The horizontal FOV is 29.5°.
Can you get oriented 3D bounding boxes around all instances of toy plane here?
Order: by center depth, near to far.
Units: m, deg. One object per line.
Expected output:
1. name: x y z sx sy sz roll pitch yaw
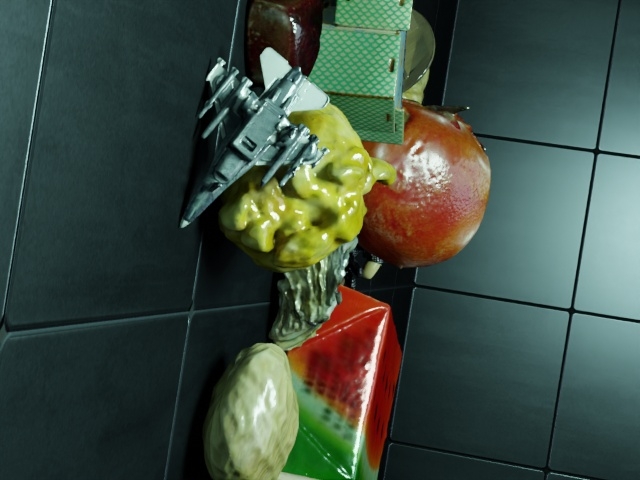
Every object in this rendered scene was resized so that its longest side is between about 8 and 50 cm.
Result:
1. toy plane: -0.076 -0.110 1.312 0.234 0.160 0.082 -57 -166 -25

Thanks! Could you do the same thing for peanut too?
1. peanut: -0.089 0.241 1.553 0.233 0.110 0.197 77 24 -60
2. peanut: 0.176 -0.332 2.551 0.103 0.098 0.229 -56 -170 36

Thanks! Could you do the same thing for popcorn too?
1. popcorn: -0.025 -0.074 1.451 0.190 0.191 0.253 62 17 -8

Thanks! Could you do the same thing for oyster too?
1. oyster: -0.002 0.000 1.841 0.238 0.114 0.351 83 21 -84

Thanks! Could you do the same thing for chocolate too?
1. chocolate: -0.039 -0.262 1.477 0.125 0.080 0.149 73 29 -68
2. chocolate: 0.026 0.276 2.056 0.360 0.161 0.341 71 30 -69

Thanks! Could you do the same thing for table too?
1. table: 0.073 -0.342 1.866 0.227 0.167 0.167 49 50 -65

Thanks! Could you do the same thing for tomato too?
1. tomato: 0.117 -0.100 1.981 0.170 0.308 0.309 0 99 -67

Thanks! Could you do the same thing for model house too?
1. model house: 0.034 -0.232 1.613 0.206 0.178 0.271 -76 173 -59

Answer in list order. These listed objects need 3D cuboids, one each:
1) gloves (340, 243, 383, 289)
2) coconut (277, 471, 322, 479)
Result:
1. gloves: 0.067 0.011 2.307 0.181 0.106 0.129 -52 166 -2
2. coconut: -0.030 0.452 1.742 0.259 0.259 0.259 9 90 -80
